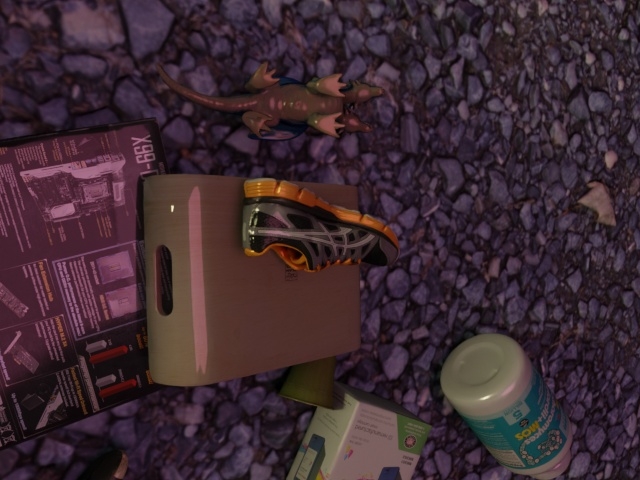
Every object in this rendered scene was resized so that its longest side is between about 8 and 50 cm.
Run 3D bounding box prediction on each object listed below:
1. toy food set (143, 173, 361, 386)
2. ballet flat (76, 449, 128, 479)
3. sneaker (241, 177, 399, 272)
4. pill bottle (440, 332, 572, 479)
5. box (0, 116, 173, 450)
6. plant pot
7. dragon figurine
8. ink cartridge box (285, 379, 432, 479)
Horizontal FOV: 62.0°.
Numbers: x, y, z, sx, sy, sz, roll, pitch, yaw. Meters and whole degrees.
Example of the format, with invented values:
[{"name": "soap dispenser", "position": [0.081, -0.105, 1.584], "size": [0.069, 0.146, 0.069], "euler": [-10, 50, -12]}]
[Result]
[{"name": "toy food set", "position": [-0.065, 0.039, 0.656], "size": [0.306, 0.092, 0.219], "euler": [-2, 92, -43]}, {"name": "ballet flat", "position": [-0.278, 0.325, 0.632], "size": [0.049, 0.057, 0.173], "euler": [35, 85, -38]}, {"name": "sneaker", "position": [0.000, 0.000, 0.603], "size": [0.215, 0.084, 0.083], "euler": [19, 77, -31]}, {"name": "pill bottle", "position": [0.324, 0.290, 0.896], "size": [0.146, 0.146, 0.264], "euler": [-46, 115, -16]}, {"name": "box", "position": [-0.269, 0.036, 0.584], "size": [0.242, 0.076, 0.307], "euler": [-17, 104, -26]}, {"name": "plant pot", "position": [-0.011, 0.188, 0.747], "size": [0.083, 0.083, 0.079], "euler": [25, 73, -28]}, {"name": "dragon figurine", "position": [-0.050, -0.169, 0.671], "size": [0.289, 0.144, 0.085], "euler": [-2, 99, -9]}, {"name": "ink cartridge box", "position": [0.048, 0.336, 0.784], "size": [0.154, 0.093, 0.212], "euler": [28, 85, -29]}]
